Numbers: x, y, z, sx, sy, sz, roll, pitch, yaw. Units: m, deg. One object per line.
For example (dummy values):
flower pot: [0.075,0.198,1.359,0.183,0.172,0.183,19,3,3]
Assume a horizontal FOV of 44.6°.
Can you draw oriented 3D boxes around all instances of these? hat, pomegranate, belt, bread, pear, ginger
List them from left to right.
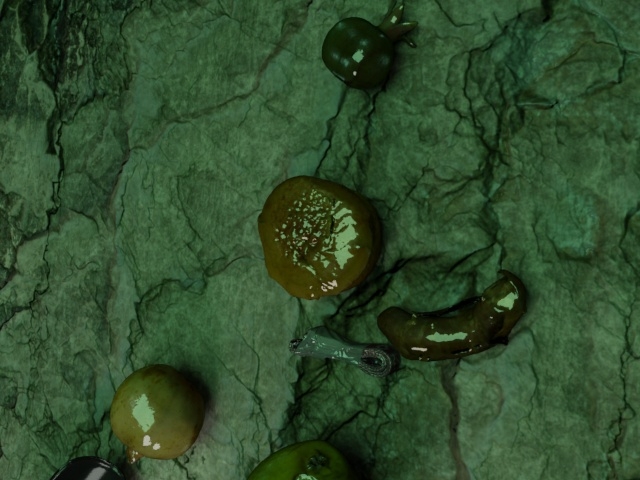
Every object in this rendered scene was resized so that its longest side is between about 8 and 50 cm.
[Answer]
hat: [-0.564,0.648,1.808,0.238,0.209,0.336,36,84,5]
pomegranate: [-0.351,0.369,1.682,0.207,0.207,0.207,-3,84,27]
pear: [-0.036,0.526,1.478,0.269,0.269,0.321,22,114,27]
bread: [0.000,0.000,1.567,0.269,0.146,0.268,-2,87,31]
belt: [0.047,0.221,1.570,0.232,0.053,0.071,9,97,28]
pomegranate: [0.100,-0.393,1.570,0.191,0.131,0.152,-43,60,-7]
ginger: [0.244,0.155,1.446,0.309,0.107,0.133,-23,89,28]
